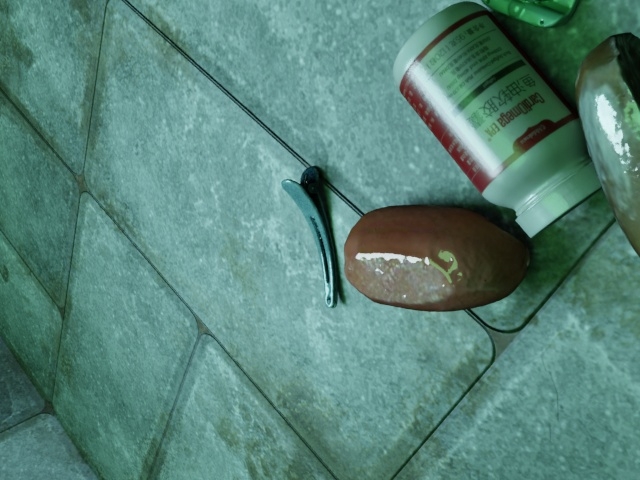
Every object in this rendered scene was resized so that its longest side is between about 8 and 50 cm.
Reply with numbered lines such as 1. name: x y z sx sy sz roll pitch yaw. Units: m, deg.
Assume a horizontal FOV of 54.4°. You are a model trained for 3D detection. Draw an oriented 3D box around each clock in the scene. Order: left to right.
1. clock: 0.232 -0.299 0.650 0.101 0.041 0.135 34 127 29

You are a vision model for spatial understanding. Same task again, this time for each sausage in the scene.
1. sausage: 0.134 0.021 0.811 0.254 0.148 0.148 1 107 46

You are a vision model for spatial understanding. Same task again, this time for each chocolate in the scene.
1. chocolate: 0.308 -0.065 0.586 0.080 0.157 0.254 -30 84 42

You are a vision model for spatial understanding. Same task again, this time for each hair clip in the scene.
1. hair clip: 0.000 0.000 0.993 0.039 0.070 0.229 -3 112 41

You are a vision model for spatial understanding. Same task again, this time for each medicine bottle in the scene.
1. medicine bottle: 0.197 -0.133 0.687 0.250 0.131 0.131 55 135 13
